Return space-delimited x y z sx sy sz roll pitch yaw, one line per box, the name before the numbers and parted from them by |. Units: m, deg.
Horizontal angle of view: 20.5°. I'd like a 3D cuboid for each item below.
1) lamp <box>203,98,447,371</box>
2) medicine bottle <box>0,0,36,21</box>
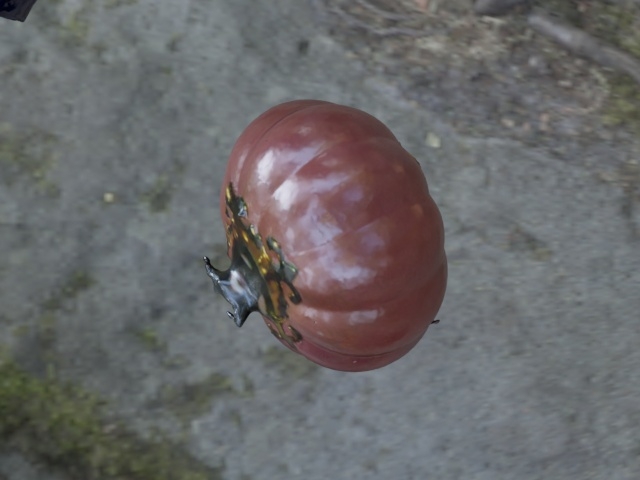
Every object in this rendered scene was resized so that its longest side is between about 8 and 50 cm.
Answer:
lamp | 0.000 0.000 1.136 0.182 0.140 0.182 48 152 37
medicine bottle | -0.137 -0.186 1.081 0.258 0.079 0.124 18 90 41
